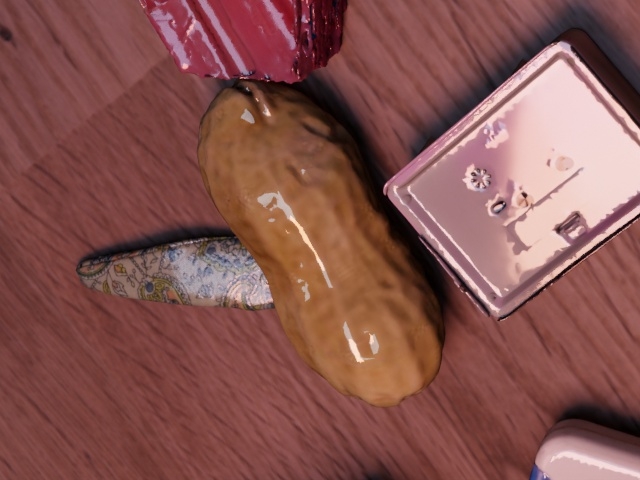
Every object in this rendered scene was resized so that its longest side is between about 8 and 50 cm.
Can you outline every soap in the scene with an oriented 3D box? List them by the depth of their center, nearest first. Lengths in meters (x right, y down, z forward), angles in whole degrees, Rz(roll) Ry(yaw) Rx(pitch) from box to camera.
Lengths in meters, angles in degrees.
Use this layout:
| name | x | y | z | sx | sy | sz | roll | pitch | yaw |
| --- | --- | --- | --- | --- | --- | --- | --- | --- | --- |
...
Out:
| name | x | y | z | sx | sy | sz | roll | pitch | yaw |
| --- | --- | --- | --- | --- | --- | --- | --- | --- | --- |
| soap | -0.074 | -0.235 | 1.209 | 0.162 | 0.099 | 0.250 | -27 | 97 | 26 |

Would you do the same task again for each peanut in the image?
| name | x | y | z | sx | sy | sz | roll | pitch | yaw |
| --- | --- | --- | --- | --- | --- | --- | --- | --- | --- |
| peanut | 0.000 | 0.000 | 1.253 | 0.130 | 0.130 | 0.290 | -26 | 95 | 26 |

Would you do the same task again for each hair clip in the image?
| name | x | y | z | sx | sy | sz | roll | pitch | yaw |
| --- | --- | --- | --- | --- | --- | --- | --- | --- | --- |
| hair clip | -0.114 | 0.028 | 1.350 | 0.229 | 0.036 | 0.066 | -1 | 101 | 21 |

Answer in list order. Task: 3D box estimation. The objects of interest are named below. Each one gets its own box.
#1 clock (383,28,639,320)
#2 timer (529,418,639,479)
| name | x | y | z | sx | sy | sz | roll | pitch | yaw |
| --- | --- | --- | --- | --- | --- | --- | --- | --- | --- |
| clock | 0.164 | -0.051 | 1.198 | 0.192 | 0.071 | 0.147 | -41 | 91 | 27 |
| timer | 0.285 | 0.254 | 1.257 | 0.253 | 0.078 | 0.178 | 18 | 111 | 13 |
